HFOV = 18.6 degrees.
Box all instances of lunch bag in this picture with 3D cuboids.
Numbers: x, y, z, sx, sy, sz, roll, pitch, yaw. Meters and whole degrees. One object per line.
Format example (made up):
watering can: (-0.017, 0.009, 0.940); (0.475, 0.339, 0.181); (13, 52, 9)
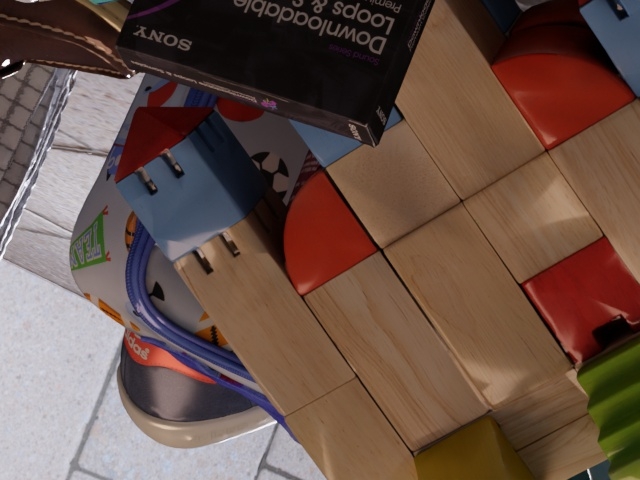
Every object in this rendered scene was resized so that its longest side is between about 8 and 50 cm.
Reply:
lunch bag: (0.000, 0.000, 1.255); (0.303, 0.243, 0.115); (29, 167, -35)

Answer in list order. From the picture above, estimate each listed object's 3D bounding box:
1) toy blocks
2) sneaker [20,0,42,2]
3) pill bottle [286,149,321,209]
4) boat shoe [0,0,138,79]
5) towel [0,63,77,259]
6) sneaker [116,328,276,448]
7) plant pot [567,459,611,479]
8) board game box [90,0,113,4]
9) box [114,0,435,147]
toy blocks: (0.085, -0.023, 0.945); (0.261, 0.381, 0.191); (55, -156, -9)
sneaker: (-0.199, -0.197, 1.204); (0.158, 0.061, 0.065); (17, -139, -56)
pill bottle: (0.044, -0.019, 1.125); (0.121, 0.221, 0.121); (21, 170, 4)
boat shoe: (-0.263, -0.144, 1.372); (0.342, 0.123, 0.123); (16, 169, 27)
towel: (-0.342, -0.060, 1.522); (0.235, 0.284, 0.121); (22, 171, 0)
sneaker: (0.019, 0.028, 1.405); (0.131, 0.350, 0.148); (49, 151, 35)
plant pot: (0.265, 0.197, 1.808); (0.195, 0.290, 0.290); (-15, -177, -21)
board game box: (-0.134, -0.193, 1.057); (0.160, 0.047, 0.210); (30, 166, -28)
box: (-0.002, -0.130, 0.805); (0.116, 0.162, 0.029); (18, 169, 17)
